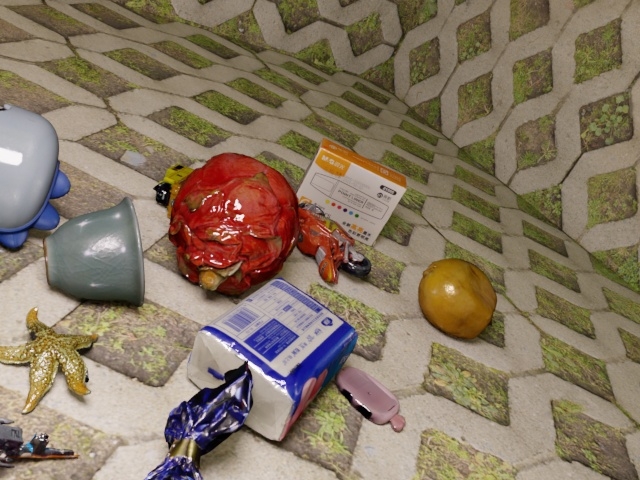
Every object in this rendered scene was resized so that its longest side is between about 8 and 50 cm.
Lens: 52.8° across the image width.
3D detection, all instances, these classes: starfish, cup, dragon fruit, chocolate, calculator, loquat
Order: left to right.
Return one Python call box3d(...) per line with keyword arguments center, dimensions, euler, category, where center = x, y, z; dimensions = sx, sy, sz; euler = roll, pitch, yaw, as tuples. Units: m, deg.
box3d(center=(-0.422, 0.168, 0.963), dimensions=(0.176, 0.053, 0.208), euler=(5, 26, -22), category="starfish")
box3d(center=(-0.397, 0.027, 1.117), dimensions=(0.150, 0.199, 0.199), euler=(-6, 39, -24), category="cup")
box3d(center=(-0.172, 0.285, 0.865), dimensions=(0.126, 0.148, 0.343), euler=(33, 30, -11), category="chocolate")
box3d(center=(-0.172, -0.038, 1.325), dimensions=(0.278, 0.277, 0.342), euler=(25, 35, -7), category="dragon fruit")
box3d(center=(0.098, 0.304, 1.248), dimensions=(0.166, 0.024, 0.103), euler=(38, 26, 21), category="calculator")
box3d(center=(0.343, 0.148, 1.616), dimensions=(0.234, 0.176, 0.187), euler=(39, 63, -21), category="loquat")

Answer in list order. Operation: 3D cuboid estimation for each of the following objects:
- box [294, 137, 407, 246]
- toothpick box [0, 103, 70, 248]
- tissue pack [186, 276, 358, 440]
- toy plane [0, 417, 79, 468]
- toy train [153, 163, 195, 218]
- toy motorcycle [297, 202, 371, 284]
box3d(center=(0.076, -0.134, 1.817), dimensions=(0.274, 0.220, 0.091), euler=(24, 29, -6), category="box")
box3d(center=(-0.619, -0.129, 1.114), dimensions=(0.355, 0.263, 0.263), euler=(16, 28, -26), category="toothpick box")
box3d(center=(-0.081, 0.200, 1.142), dimensions=(0.209, 0.137, 0.270), euler=(34, 29, 12), category="tissue pack")
box3d(center=(-0.392, 0.252, 0.806), dimensions=(0.188, 0.062, 0.135), euler=(12, 29, -31), category="toy plane")
box3d(center=(-0.327, -0.121, 1.544), dimensions=(0.127, 0.089, 0.219), euler=(20, 25, 7), category="toy train")
box3d(center=(0.002, -0.001, 1.644), dimensions=(0.171, 0.089, 0.298), euler=(0, 38, -43), category="toy motorcycle")
